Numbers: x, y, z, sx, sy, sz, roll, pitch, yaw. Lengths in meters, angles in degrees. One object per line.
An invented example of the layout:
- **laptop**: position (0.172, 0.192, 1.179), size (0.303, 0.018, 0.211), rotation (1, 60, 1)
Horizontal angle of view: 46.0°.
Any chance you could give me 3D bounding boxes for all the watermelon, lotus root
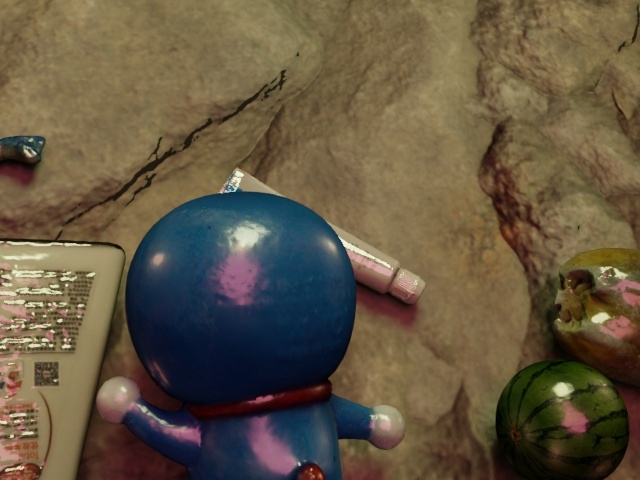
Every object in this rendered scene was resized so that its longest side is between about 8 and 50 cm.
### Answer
- **watermelon**: position (0.189, 0.139, 0.577), size (0.109, 0.109, 0.109), rotation (5, 66, -10)
- **lotus root**: position (0.289, 0.071, 0.635), size (0.192, 0.088, 0.113), rotation (15, 80, -6)

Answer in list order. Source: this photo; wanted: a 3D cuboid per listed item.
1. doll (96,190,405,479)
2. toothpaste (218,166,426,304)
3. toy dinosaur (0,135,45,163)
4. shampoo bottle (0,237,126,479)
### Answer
- **doll**: position (-0.045, 0.094, 0.531), size (0.215, 0.161, 0.256), rotation (-1, 83, -27)
- **toothpaste**: position (0.000, 0.000, 0.636), size (0.190, 0.031, 0.048), rotation (28, 67, 5)
- **toy dinosaur**: position (-0.359, -0.036, 0.567), size (0.248, 0.075, 0.188), rotation (12, 56, -1)
- **shampoo bottle**: position (-0.208, 0.138, 0.507), size (0.153, 0.071, 0.284), rotation (4, 69, -25)
